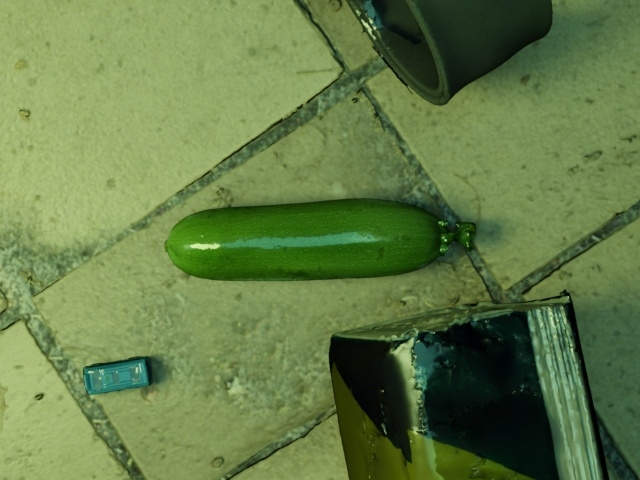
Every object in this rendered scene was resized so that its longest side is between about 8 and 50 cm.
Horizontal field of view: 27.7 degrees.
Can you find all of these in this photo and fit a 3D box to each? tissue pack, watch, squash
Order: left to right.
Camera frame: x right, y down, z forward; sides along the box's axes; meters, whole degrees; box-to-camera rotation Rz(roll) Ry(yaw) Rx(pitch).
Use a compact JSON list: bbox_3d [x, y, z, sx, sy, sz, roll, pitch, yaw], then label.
[{"bbox_3d":[0.000,0.000,1.572,0.379,0.101,0.101,-1,90,-2],"label":"squash"},{"bbox_3d":[0.109,-0.336,1.494,0.314,0.335,0.327,-32,110,-6],"label":"watch"},{"bbox_3d":[0.178,0.278,1.477,0.253,0.264,0.416,-9,90,-20],"label":"tissue pack"}]

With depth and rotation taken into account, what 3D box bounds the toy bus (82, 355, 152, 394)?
[{"bbox_3d":[-0.250,0.167,1.594,0.083,0.046,0.038,-9,90,-2],"label":"toy bus"}]
